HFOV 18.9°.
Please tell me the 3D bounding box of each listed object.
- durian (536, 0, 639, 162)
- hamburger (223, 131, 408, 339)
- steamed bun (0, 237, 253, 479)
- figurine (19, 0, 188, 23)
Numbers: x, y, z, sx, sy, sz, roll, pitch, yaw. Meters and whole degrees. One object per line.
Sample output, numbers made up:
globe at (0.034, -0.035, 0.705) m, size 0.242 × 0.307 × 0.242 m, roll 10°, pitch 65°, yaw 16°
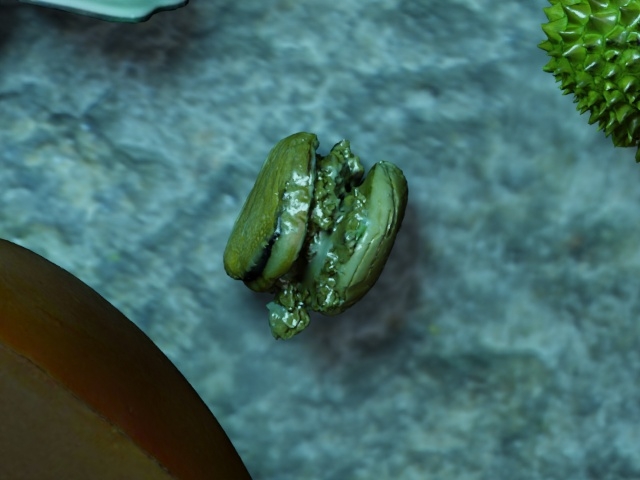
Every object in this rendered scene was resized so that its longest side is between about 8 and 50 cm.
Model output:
durian at (0.306, -0.187, 1.573) m, size 0.291 × 0.224 × 0.291 m, roll -20°, pitch 138°, yaw -19°
hamburger at (0.000, 0.000, 1.633) m, size 0.131 × 0.159 × 0.185 m, roll 24°, pitch 84°, yaw -13°
steamed bun at (-0.236, 0.167, 1.620) m, size 0.235 × 0.248 × 0.379 m, roll -42°, pitch 115°, yaw 11°
figurine at (-0.147, -0.356, 1.477) m, size 0.324 × 0.231 × 0.340 m, roll -5°, pitch 123°, yaw -42°
